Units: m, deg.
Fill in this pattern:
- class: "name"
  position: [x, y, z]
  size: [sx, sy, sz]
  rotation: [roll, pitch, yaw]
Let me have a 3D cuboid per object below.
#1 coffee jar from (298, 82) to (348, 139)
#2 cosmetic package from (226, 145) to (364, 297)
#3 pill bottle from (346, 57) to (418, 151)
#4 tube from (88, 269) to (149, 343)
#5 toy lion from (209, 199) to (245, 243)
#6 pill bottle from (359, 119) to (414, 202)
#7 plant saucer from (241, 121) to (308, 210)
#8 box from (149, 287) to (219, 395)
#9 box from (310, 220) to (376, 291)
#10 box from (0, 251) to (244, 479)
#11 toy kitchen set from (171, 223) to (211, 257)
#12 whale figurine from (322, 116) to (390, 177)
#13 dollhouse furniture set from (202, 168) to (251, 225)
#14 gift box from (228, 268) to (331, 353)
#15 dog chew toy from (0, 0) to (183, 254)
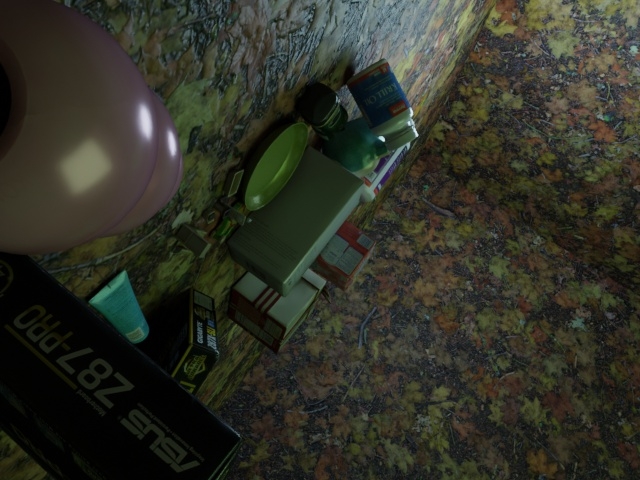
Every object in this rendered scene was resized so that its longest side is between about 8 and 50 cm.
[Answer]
- class: "coffee jar"
  position: [0.009, -0.311, 1.172]
  size: [0.096, 0.079, 0.184]
  rotation: [-54, 170, 6]
- class: "cosmetic package"
  position: [-0.062, -0.054, 1.332]
  size: [0.366, 0.196, 0.155]
  rotation: [-50, 168, -18]
- class: "pill bottle"
  position: [0.173, -0.358, 1.299]
  size: [0.124, 0.222, 0.124]
  rotation: [-30, -169, 7]
- class: "tube"
  position: [-0.378, 0.136, 0.926]
  size: [0.080, 0.052, 0.207]
  rotation: [-55, 165, -31]
- class: "toy lion"
  position: [-0.212, -0.048, 1.145]
  size: [0.100, 0.034, 0.096]
  rotation: [-59, 176, 18]
- class: "pill bottle"
  position: [0.191, -0.307, 1.711]
  size: [0.323, 0.181, 0.181]
  rotation: [-54, 169, -6]
- class: "plant saucer"
  position: [-0.114, -0.181, 1.143]
  size: [0.241, 0.037, 0.241]
  rotation: [-53, 170, -14]
- class: "box"
  position: [-0.352, 0.312, 1.147]
  size: [0.322, 0.079, 0.257]
  rotation: [-57, -155, 11]
- class: "box"
  position: [0.000, 0.000, 1.476]
  size: [0.154, 0.299, 0.142]
  rotation: [-52, 169, -19]
- class: "box"
  position: [-0.277, 0.165, 0.513]
  size: [0.097, 0.394, 0.318]
  rotation: [-46, 167, -39]
- class: "toy kitchen set"
  position: [-0.259, 0.017, 0.998]
  size: [0.068, 0.075, 0.083]
  rotation: [-55, 165, 3]
- class: "whale figurine"
  position: [0.119, -0.309, 1.417]
  size: [0.272, 0.216, 0.141]
  rotation: [-47, 137, -11]
- class: "dollhouse furniture set"
  position: [-0.181, -0.083, 1.022]
  size: [0.091, 0.081, 0.114]
  rotation: [-42, 163, -52]
- class: "gift box"
  position: [-0.128, 0.205, 1.639]
  size: [0.258, 0.276, 0.255]
  rotation: [-49, 173, -35]
- class: "dog chew toy"
  position: [-0.236, -0.092, 0.480]
  size: [0.207, 0.206, 0.332]
  rotation: [-56, 178, 2]
